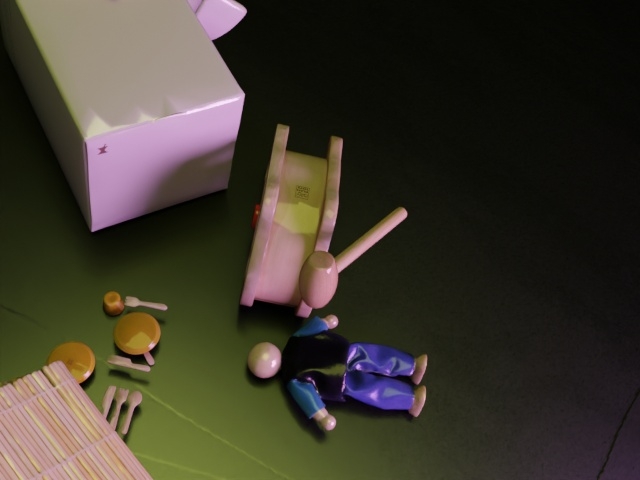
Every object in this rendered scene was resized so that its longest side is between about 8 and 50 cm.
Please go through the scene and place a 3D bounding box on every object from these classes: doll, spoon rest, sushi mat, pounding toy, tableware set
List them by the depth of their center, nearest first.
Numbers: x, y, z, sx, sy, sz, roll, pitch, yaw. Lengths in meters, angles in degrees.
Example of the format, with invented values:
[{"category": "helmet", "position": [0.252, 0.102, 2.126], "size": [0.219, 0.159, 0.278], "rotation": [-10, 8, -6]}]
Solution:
[{"category": "sushi mat", "position": [-0.189, 0.245, 0.737], "size": [0.316, 0.019, 0.151], "rotation": [48, 30, 9]}, {"category": "tableware set", "position": [-0.224, 0.123, 0.863], "size": [0.104, 0.024, 0.154], "rotation": [12, 59, -1]}, {"category": "doll", "position": [0.016, 0.140, 0.891], "size": [0.188, 0.046, 0.129], "rotation": [12, 57, -6]}, {"category": "pounding toy", "position": [0.000, 0.000, 0.923], "size": [0.154, 0.154, 0.270], "rotation": [12, 39, -5]}, {"category": "spoon rest", "position": [-0.182, -0.331, 1.072], "size": [0.137, 0.084, 0.276], "rotation": [22, 24, -41]}]

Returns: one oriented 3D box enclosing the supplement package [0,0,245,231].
[{"category": "supplement package", "position": [-0.234, -0.192, 0.955], "size": [0.177, 0.175, 0.293], "rotation": [-20, 65, -24]}]
